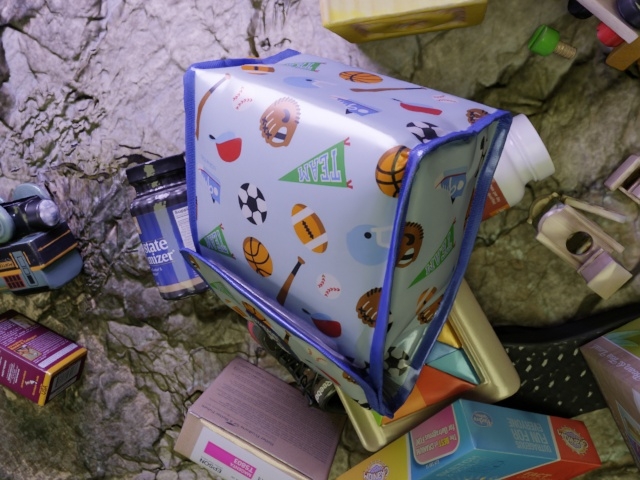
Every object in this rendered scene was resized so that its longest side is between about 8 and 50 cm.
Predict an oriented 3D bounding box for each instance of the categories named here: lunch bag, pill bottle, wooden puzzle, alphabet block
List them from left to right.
[{"bbox_3d":[-0.234,-0.023,0.858,0.123,0.123,0.219,-14,100,17],"label":"pill bottle"},{"bbox_3d":[0.000,0.000,0.651,0.328,0.239,0.385,30,128,31],"label":"lunch bag"},{"bbox_3d":[0.102,-0.366,0.650,0.194,0.192,0.197,-3,104,17],"label":"alphabet block"},{"bbox_3d":[0.118,0.154,0.738,0.239,0.044,0.220,-31,76,17],"label":"wooden puzzle"},{"bbox_3d":[0.201,-0.080,0.733,0.216,0.121,0.121,-29,95,20],"label":"pill bottle"}]

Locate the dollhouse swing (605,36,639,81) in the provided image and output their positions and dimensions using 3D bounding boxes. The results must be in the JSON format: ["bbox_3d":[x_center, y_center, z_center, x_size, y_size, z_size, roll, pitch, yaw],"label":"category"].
[{"bbox_3d":[0.558,-0.234,0.508,0.347,0.305,0.315,30,109,4],"label":"dollhouse swing"}]

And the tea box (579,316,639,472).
[{"bbox_3d":[0.566,0.229,0.631,0.324,0.220,0.328,-29,97,5],"label":"tea box"}]

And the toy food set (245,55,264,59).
[{"bbox_3d":[-0.088,-0.146,0.787,0.105,0.111,0.232,14,76,10],"label":"toy food set"}]

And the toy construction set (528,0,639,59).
[{"bbox_3d":[0.285,-0.355,0.525,0.237,0.309,0.257,18,100,-12],"label":"toy construction set"}]

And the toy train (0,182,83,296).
[{"bbox_3d":[-0.602,0.016,0.961,0.334,0.142,0.190,-10,111,17],"label":"toy train"}]

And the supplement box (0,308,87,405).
[{"bbox_3d":[-0.568,0.222,1.015,0.188,0.104,0.080,25,109,7],"label":"supplement box"}]

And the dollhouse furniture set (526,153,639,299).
[{"bbox_3d":[0.359,-0.043,0.670,0.101,0.182,0.161,38,110,3],"label":"dollhouse furniture set"}]

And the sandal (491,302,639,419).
[{"bbox_3d":[0.317,0.194,0.797,0.446,0.107,0.167,-10,100,4],"label":"sandal"}]

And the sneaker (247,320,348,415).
[{"bbox_3d":[-0.006,0.197,0.851,0.276,0.135,0.097,31,111,6],"label":"sneaker"}]

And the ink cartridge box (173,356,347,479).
[{"bbox_3d":[-0.090,0.317,0.871,0.235,0.193,0.088,28,109,7],"label":"ink cartridge box"}]

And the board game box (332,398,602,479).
[{"bbox_3d":[0.193,0.341,0.764,0.242,0.064,0.316,17,132,-26],"label":"board game box"}]
